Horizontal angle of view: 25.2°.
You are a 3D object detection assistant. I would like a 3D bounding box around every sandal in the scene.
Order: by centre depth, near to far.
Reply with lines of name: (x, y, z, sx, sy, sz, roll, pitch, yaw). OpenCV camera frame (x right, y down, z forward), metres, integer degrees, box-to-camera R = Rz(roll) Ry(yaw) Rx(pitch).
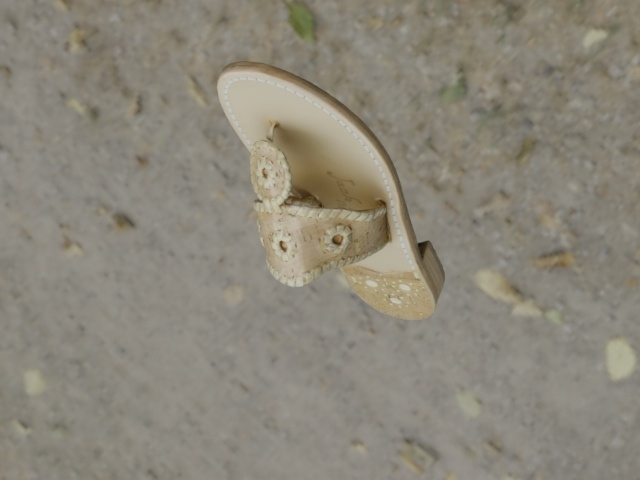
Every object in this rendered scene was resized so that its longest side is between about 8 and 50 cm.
sandal: (0.006, 0.000, 0.843, 0.088, 0.079, 0.240, 2, 148, 32)
